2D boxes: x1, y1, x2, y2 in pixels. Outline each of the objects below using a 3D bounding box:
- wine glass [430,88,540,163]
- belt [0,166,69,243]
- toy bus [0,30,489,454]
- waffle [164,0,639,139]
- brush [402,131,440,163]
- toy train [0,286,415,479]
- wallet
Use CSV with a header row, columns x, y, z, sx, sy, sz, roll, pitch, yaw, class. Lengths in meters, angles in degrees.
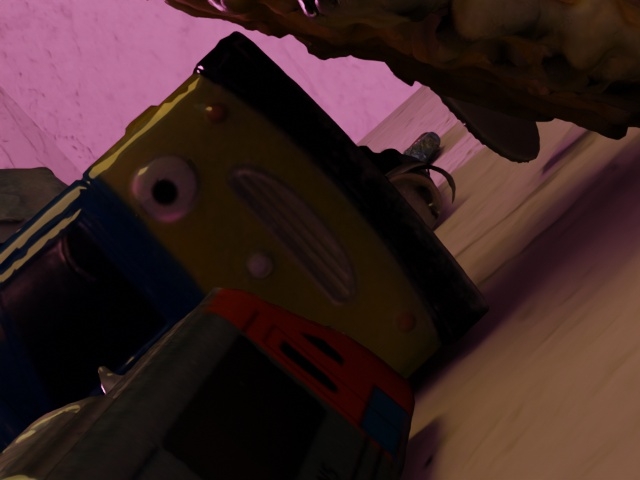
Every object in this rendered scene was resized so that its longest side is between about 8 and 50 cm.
x,y,z,sx,sy,sz,roll,pitch,yaw,class
0.149,-0.140,0.747,0.231,0.103,0.103,-38,5,26,wine glass
-0.195,0.075,0.919,0.150,0.207,0.257,-5,-40,-29,belt
-0.055,0.030,0.678,0.175,0.138,0.288,-42,3,-8,toy bus
0.025,-0.085,0.586,0.223,0.204,0.054,18,93,45,waffle
0.080,-0.071,1.444,0.070,0.021,0.196,-43,1,15,brush
-0.047,0.086,0.321,0.086,0.089,0.409,-47,3,14,toy train
0.000,0.000,1.048,0.170,0.069,0.231,-38,5,3,wallet
